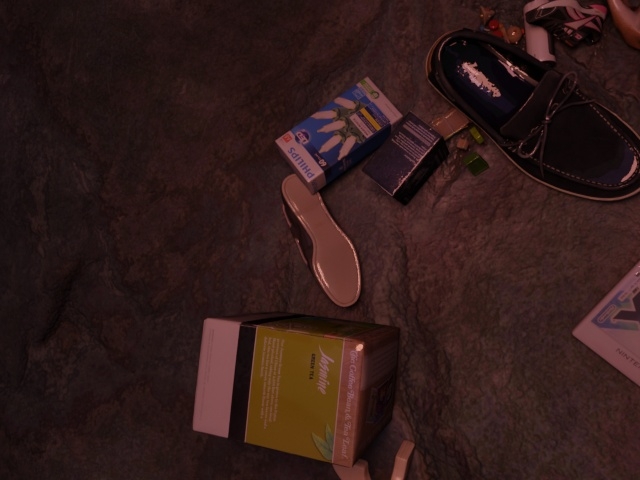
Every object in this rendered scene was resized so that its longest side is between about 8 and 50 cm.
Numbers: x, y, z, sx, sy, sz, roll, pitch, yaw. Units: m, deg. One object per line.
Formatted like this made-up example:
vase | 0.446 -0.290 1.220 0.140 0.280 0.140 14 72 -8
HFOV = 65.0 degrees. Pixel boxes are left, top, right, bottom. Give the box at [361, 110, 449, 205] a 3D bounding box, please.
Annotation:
box | 0.187 -0.170 1.083 0.093 0.156 0.158 43 101 17

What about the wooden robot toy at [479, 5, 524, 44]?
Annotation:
wooden robot toy | 0.400 -0.432 1.075 0.079 0.076 0.173 -16 80 7

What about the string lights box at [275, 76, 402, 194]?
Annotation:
string lights box | 0.043 -0.238 1.145 0.260 0.077 0.133 -36 74 -6

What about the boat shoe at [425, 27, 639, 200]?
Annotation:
boat shoe | 0.416 -0.245 0.981 0.500 0.156 0.187 39 107 7

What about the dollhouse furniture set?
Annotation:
dollhouse furniture set | 0.316 -0.220 1.111 0.076 0.058 0.151 -36 55 22

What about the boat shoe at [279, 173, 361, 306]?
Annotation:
boat shoe | 0.000 0.000 1.185 0.112 0.095 0.335 -23 81 -12

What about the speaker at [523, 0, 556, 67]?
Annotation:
speaker | 0.460 -0.431 1.058 0.055 0.055 0.136 -4 84 20

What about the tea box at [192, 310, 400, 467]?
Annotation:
tea box | -0.029 0.275 1.035 0.323 0.329 0.220 5 87 19

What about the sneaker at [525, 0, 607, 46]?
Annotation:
sneaker | 0.497 -0.430 1.006 0.178 0.072 0.077 -2 96 -12

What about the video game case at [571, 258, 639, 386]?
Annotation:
video game case | 0.693 0.148 0.904 0.300 0.036 0.329 40 110 18

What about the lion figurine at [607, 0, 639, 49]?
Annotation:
lion figurine | 0.638 -0.356 0.928 0.142 0.240 0.392 -20 64 28

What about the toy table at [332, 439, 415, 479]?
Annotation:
toy table | 0.141 0.542 1.016 0.274 0.252 0.161 9 106 12
